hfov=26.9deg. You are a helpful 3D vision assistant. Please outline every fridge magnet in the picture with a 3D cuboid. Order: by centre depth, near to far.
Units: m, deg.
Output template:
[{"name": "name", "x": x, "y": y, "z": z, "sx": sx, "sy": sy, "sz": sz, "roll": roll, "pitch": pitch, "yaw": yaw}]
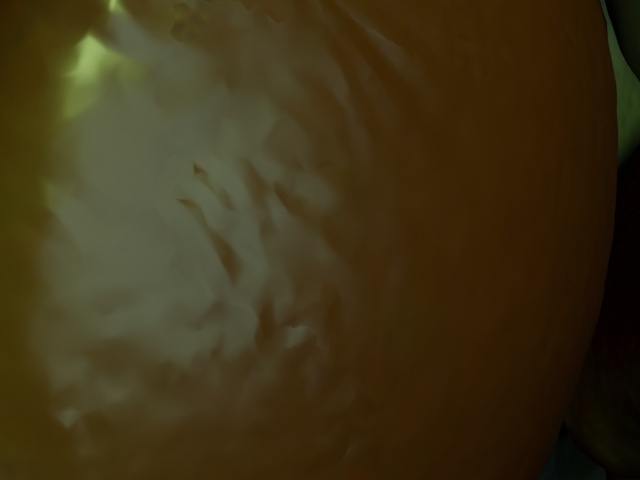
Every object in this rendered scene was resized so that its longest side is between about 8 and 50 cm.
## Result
[{"name": "fridge magnet", "x": 0.000, "y": 0.000, "z": 0.510, "sx": 0.364, "sy": 0.155, "sz": 0.363, "roll": -16, "pitch": 112, "yaw": -47}]

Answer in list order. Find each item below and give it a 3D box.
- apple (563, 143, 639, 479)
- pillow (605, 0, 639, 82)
[{"name": "apple", "x": 0.293, "y": 0.044, "z": 0.778, "sx": 0.317, "sy": 0.288, "sz": 0.288, "roll": -50, "pitch": 135, "yaw": -10}, {"name": "pillow", "x": 0.158, "y": -0.210, "z": 0.637, "sx": 0.185, "sy": 0.075, "sz": 0.302, "roll": 58, "pitch": 30, "yaw": -45}]
